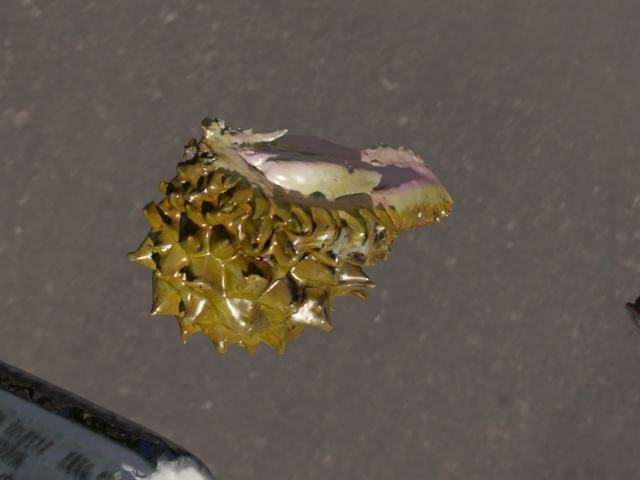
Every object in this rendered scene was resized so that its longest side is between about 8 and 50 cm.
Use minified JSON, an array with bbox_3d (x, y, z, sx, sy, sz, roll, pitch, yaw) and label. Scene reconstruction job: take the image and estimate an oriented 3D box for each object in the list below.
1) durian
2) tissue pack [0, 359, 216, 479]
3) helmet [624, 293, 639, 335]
[{"bbox_3d":[0.008,-0.001,0.878,0.078,0.224,0.140,32,123,42],"label":"durian"},{"bbox_3d":[-0.157,0.177,0.984,0.361,0.122,0.259,16,152,46],"label":"tissue pack"},{"bbox_3d":[0.249,0.039,0.840,0.107,0.153,0.177,62,168,6],"label":"helmet"}]
